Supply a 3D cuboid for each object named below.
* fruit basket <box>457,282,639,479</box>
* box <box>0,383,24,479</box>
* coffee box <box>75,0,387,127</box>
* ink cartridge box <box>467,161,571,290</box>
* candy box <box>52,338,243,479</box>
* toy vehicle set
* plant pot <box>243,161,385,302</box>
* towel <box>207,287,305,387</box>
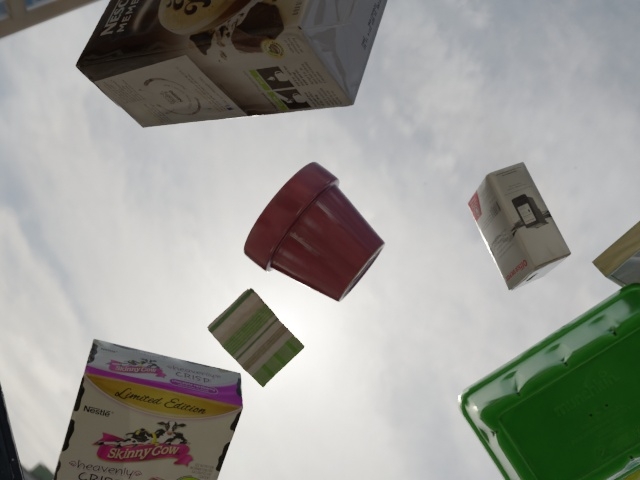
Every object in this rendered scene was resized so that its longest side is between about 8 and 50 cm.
[{"bbox_3d":[0.441,0.275,1.242,0.283,0.392,0.392,58,-39,15],"label":"fruit basket"},{"bbox_3d":[-0.215,0.170,0.236,0.079,0.322,0.257,-29,-109,16],"label":"box"},{"bbox_3d":[-0.094,-0.229,0.828,0.297,0.168,0.119,-1,-30,33],"label":"coffee box"},{"bbox_3d":[0.280,-0.018,1.106,0.109,0.063,0.150,106,-37,-69],"label":"ink cartridge box"},{"bbox_3d":[-0.188,0.232,0.797,0.159,0.071,0.233,15,-72,-14],"label":"candy box"},{"bbox_3d":[0.581,-0.024,1.260,0.267,0.166,0.035,-45,-126,18],"label":"toy vehicle set"},{"bbox_3d":[0.000,0.000,1.300,0.180,0.201,0.201,39,-42,8],"label":"plant pot"},{"bbox_3d":[-0.117,0.176,1.411,0.152,0.113,0.023,46,-1,4],"label":"towel"}]
